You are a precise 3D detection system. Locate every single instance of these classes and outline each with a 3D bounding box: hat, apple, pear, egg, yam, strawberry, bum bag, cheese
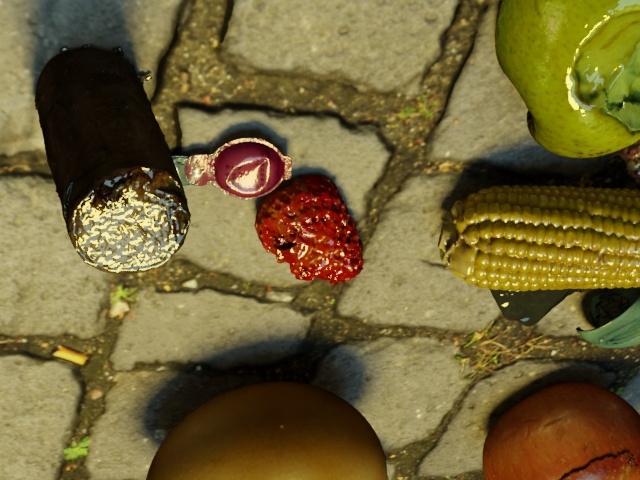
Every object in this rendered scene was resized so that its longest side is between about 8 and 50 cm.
[{"bbox_3d":[0.457,0.107,1.451,0.138,0.077,0.191,-31,152,25],"label":"hat"},{"bbox_3d":[0.407,0.356,1.580,0.272,0.206,0.252,-41,140,25],"label":"apple"},{"bbox_3d":[0.294,-0.210,1.049,0.238,0.164,0.255,12,129,-28],"label":"pear"},{"bbox_3d":[-0.079,0.349,1.377,0.351,0.282,0.282,-17,134,0],"label":"egg"},{"bbox_3d":[-0.211,-0.091,0.947,0.131,0.279,0.131,-11,128,-15],"label":"yam"},{"bbox_3d":[0.000,0.000,1.217,0.121,0.082,0.188,-36,128,14],"label":"strawberry"},{"bbox_3d":[0.358,0.027,1.355,0.248,0.060,0.123,-31,132,11],"label":"bum bag"},{"bbox_3d":[-0.106,-0.084,1.137,0.145,0.038,0.095,-2,131,-6],"label":"cheese"}]

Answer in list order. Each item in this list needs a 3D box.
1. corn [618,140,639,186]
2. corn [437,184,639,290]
[{"bbox_3d":[0.491,-0.155,1.211,0.237,0.079,0.079,-36,131,18],"label":"corn"},{"bbox_3d":[0.346,-0.004,1.226,0.387,0.144,0.144,0,134,7],"label":"corn"}]
